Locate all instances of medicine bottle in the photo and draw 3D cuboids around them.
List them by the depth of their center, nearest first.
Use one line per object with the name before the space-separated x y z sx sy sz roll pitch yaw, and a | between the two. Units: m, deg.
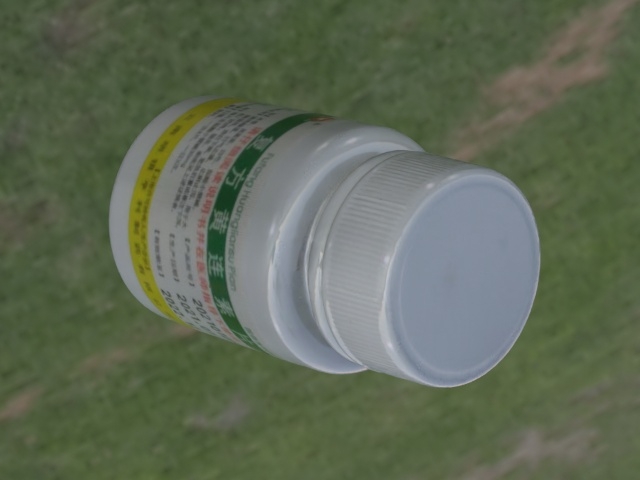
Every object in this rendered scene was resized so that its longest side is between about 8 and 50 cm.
medicine bottle | 0.000 0.000 1.554 0.208 0.208 0.339 -10 -163 -41
